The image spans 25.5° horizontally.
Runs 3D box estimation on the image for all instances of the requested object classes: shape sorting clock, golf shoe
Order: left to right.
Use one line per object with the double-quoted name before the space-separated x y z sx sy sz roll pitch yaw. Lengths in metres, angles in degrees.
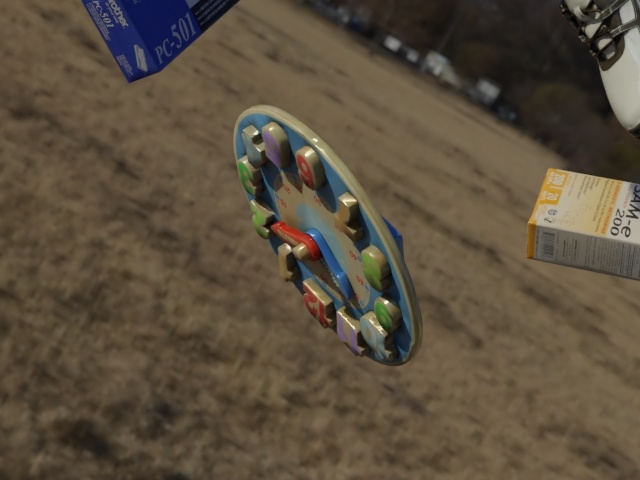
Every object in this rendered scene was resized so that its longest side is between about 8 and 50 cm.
"shape sorting clock" 0.000 0.000 0.975 0.206 0.040 0.206 48 -18 21
"golf shoe" 0.233 -0.174 1.151 0.094 0.077 0.198 10 60 -23

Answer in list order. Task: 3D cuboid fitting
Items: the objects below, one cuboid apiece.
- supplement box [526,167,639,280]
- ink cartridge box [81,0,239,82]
"supplement box" 0.195 -0.010 0.959 0.098 0.036 0.062 11 44 17
"ink cartridge box" -0.154 -0.250 1.445 0.097 0.046 0.207 61 36 -20
